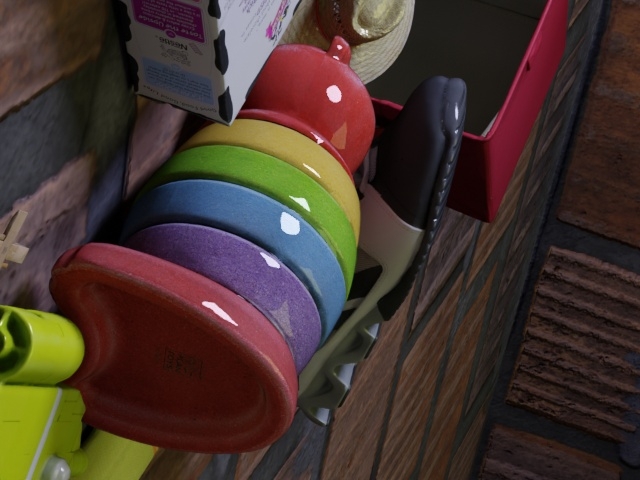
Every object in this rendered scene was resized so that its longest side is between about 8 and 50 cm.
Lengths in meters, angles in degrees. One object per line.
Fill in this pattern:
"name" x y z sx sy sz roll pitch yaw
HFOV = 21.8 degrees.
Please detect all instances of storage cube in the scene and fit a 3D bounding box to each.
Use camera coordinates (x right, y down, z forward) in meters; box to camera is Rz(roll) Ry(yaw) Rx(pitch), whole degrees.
"storage cube" 0.093 -0.155 1.378 0.193 0.184 0.215 72 39 -69

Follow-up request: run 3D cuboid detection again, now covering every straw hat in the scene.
"straw hat" 0.032 -0.176 1.215 0.144 0.061 0.144 -3 96 -34

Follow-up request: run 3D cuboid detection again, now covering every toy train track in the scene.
"toy train track" -0.183 0.000 0.888 0.048 0.014 0.083 -63 161 1

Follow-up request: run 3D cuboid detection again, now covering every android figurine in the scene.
"android figurine" -0.203 0.155 0.942 0.273 0.056 0.248 33 77 -74

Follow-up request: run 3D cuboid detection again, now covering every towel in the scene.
"towel" -0.150 0.149 1.216 0.102 0.021 0.237 86 27 -47

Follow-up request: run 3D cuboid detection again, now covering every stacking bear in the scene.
"stacking bear" -0.048 -0.018 1.101 0.175 0.164 0.289 103 8 -51

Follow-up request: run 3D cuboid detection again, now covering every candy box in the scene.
"candy box" -0.058 -0.201 0.964 0.233 0.071 0.159 87 26 -56

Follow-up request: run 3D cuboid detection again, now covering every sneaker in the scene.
"sneaker" 0.000 0.000 1.255 0.122 0.146 0.330 -73 -171 -55
